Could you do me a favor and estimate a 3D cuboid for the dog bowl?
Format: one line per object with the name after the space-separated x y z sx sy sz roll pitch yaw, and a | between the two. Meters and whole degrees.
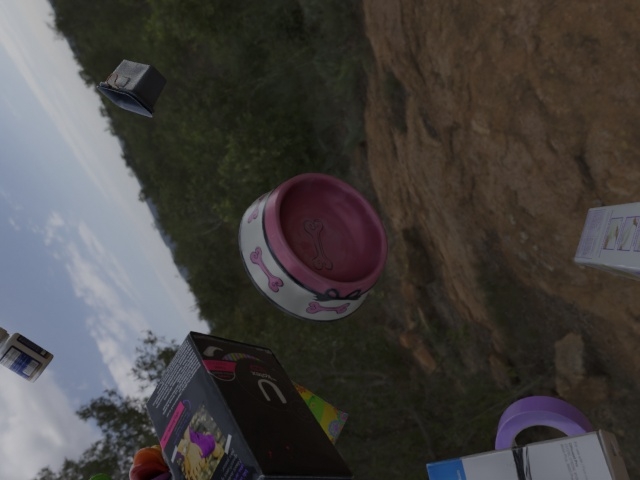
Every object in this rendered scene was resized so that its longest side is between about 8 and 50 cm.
0.000 0.000 1.492 0.150 0.408 0.408 -44 71 47 | dog bowl

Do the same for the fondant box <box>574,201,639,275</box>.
0.509 0.027 0.733 0.330 0.238 0.096 4 -77 -83 | fondant box

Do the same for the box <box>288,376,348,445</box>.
-0.148 0.366 1.209 0.290 0.177 0.279 36 157 -15 | box

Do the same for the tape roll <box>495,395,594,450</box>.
0.657 0.600 1.650 0.275 0.274 0.090 64 -153 -4 | tape roll

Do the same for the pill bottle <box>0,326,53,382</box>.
-0.611 0.228 1.141 0.120 0.067 0.067 39 174 -16 | pill bottle

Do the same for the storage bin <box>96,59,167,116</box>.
-0.412 -0.345 1.242 0.135 0.091 0.098 20 166 33 | storage bin

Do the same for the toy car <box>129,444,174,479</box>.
-0.434 0.630 1.485 0.182 0.159 0.136 60 -173 25 | toy car

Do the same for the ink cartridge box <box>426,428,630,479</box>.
0.494 0.567 1.318 0.285 0.394 0.166 29 -135 -52 | ink cartridge box

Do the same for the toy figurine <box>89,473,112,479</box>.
-0.503 0.638 1.332 0.159 0.130 0.173 -29 48 43 | toy figurine

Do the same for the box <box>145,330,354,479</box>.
-0.109 0.274 0.789 0.165 0.143 0.270 22 -164 -42 | box
